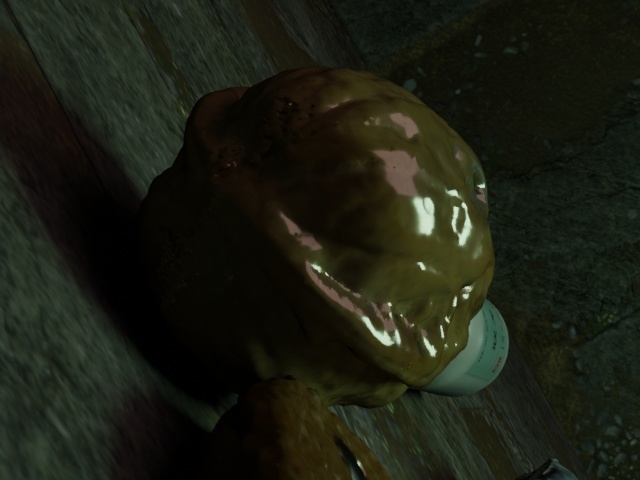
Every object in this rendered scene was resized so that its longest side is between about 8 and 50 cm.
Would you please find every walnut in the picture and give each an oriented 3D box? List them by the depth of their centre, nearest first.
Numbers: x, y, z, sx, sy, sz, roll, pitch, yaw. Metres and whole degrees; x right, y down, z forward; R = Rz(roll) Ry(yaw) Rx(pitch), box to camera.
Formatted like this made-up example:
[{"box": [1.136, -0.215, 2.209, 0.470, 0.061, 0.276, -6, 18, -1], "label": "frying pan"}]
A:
[{"box": [0.000, 0.000, 0.919, 0.245, 0.198, 0.198, 26, 35, -63], "label": "walnut"}]

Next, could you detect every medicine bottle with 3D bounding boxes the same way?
[{"box": [0.097, 0.082, 1.506, 0.110, 0.110, 0.352, 62, 8, 13], "label": "medicine bottle"}]

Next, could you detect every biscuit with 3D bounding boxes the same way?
[{"box": [0.027, 0.197, 0.805, 0.296, 0.075, 0.296, 58, 6, -10], "label": "biscuit"}]

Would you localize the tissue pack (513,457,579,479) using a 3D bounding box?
[{"box": [0.246, 0.367, 1.425, 0.361, 0.122, 0.259, 59, 6, 8], "label": "tissue pack"}]
